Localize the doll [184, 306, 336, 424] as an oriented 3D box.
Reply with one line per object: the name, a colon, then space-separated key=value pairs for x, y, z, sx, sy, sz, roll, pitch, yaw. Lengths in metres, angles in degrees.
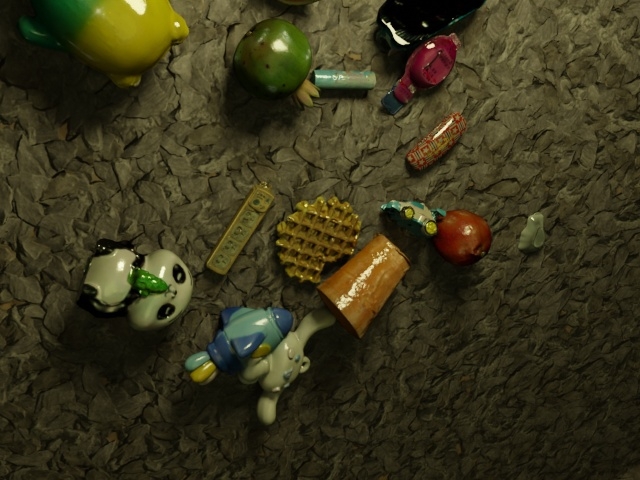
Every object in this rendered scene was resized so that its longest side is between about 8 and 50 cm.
doll: x=-0.167 y=0.314 z=1.440 sx=0.366 sy=0.187 sz=0.376 roll=30 pitch=72 yaw=-34

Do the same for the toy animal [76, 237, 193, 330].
toy animal: x=-0.449 y=0.111 z=1.266 sx=0.267 sy=0.212 sz=0.212 roll=18 pitch=105 yaw=-18

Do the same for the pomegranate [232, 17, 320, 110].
pomegranate: x=-0.090 y=-0.395 z=1.191 sx=0.187 sy=0.187 sz=0.225 roll=-49 pitch=127 yaw=6

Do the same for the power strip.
power strip: x=-0.212 y=-0.032 z=1.368 sx=0.064 sy=0.044 sz=0.305 roll=30 pitch=100 yaw=-23

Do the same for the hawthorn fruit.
hawthorn fruit: x=0.413 y=-0.007 z=1.479 sx=0.169 sy=0.188 sz=0.169 roll=-7 pitch=109 yaw=-20

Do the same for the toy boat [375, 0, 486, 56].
toy boat: x=0.277 y=-0.571 z=1.273 sx=0.299 sy=0.092 sz=0.134 roll=-31 pitch=83 yaw=-9

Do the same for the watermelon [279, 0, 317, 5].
watermelon: x=-0.078 y=-0.592 z=1.167 sx=0.163 sy=0.087 sz=0.069 roll=11 pitch=88 yaw=-29

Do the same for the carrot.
carrot: x=0.134 y=0.124 z=1.430 sx=0.254 sy=0.196 sz=0.196 roll=-43 pitch=117 yaw=-10

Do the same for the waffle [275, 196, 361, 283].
waffle: x=0.000 y=0.000 z=1.436 sx=0.253 sy=0.056 sz=0.249 roll=-15 pitch=115 yaw=-11

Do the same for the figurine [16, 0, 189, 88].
figurine: x=-0.445 y=-0.482 z=1.020 sx=0.323 sy=0.231 sz=0.340 roll=-44 pitch=111 yaw=6

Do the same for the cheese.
cheese: x=0.258 y=-0.429 z=1.326 sx=0.244 sy=0.062 sz=0.155 roll=-43 pitch=141 yaw=17

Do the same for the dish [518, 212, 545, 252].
dish: x=0.686 y=-0.018 z=1.635 sx=0.091 sy=0.039 sz=0.137 roll=-5 pitch=114 yaw=-14

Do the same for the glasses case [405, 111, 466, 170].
glasses case: x=0.325 y=-0.269 z=1.424 sx=0.194 sy=0.049 sz=0.073 roll=-43 pitch=116 yaw=4

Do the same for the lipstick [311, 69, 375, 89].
lipstick: x=0.058 y=-0.403 z=1.294 sx=0.158 sy=0.048 sz=0.048 roll=-4 pitch=112 yaw=-15

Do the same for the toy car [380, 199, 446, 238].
toy car: x=0.260 y=-0.078 z=1.458 sx=0.161 sy=0.126 sz=0.098 roll=37 pitch=76 yaw=-15
